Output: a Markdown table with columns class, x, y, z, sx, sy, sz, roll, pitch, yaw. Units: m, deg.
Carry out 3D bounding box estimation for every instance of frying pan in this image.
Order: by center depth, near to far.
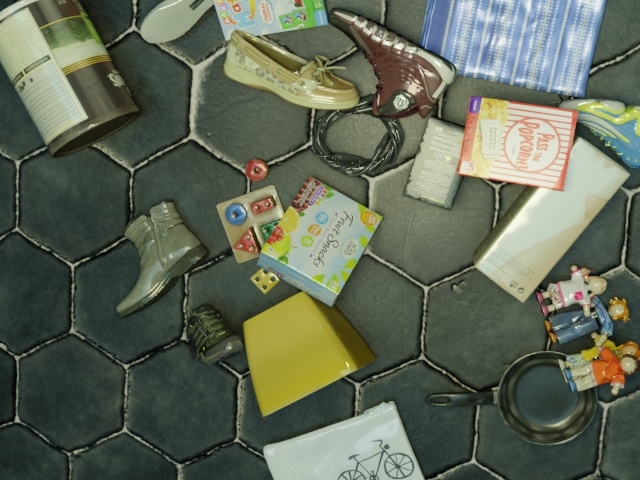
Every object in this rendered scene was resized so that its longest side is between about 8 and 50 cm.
| class | x | y | z | sx | sy | sz | roll | pitch | yaw |
| --- | --- | --- | --- | --- | --- | --- | --- | --- | --- |
| frying pan | 0.401 | 0.343 | 1.866 | 0.326 | 0.053 | 0.197 | -24 | 93 | 12 |

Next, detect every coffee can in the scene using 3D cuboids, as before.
| class | x | y | z | sx | sy | sz | roll | pitch | yaw |
| --- | --- | --- | --- | --- | --- | --- | --- | --- | --- |
| coffee can | -0.511 | -0.331 | 1.818 | 0.202 | 0.201 | 0.275 | -27 | 94 | 12 |

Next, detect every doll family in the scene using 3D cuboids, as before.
| class | x | y | z | sx | sy | sz | roll | pitch | yaw |
| --- | --- | --- | --- | --- | --- | --- | --- | --- | --- |
| doll family | 0.535 | 0.183 | 1.793 | 0.163 | 0.118 | 0.262 | -18 | 67 | 7 |

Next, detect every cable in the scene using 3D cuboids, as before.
| class | x | y | z | sx | sy | sz | roll | pitch | yaw |
| --- | --- | --- | --- | --- | --- | --- | --- | --- | --- |
| cable | 0.071 | -0.204 | 1.836 | 0.185 | 0.047 | 0.150 | -21 | 100 | 7 |

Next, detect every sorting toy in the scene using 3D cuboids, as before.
| class | x | y | z | sx | sy | sz | roll | pitch | yaw |
| --- | --- | --- | --- | --- | --- | --- | --- | --- | --- |
| sorting toy | -0.134 | -0.023 | 1.891 | 0.132 | 0.046 | 0.274 | -19 | 96 | 11 |

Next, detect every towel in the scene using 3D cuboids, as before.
| class | x | y | z | sx | sy | sz | roll | pitch | yaw |
| --- | --- | --- | --- | --- | --- | --- | --- | --- | --- |
| towel | 0.368 | -0.424 | 1.755 | 0.336 | 0.040 | 0.243 | 12 | 101 | 6 |

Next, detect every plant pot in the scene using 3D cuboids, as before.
| class | x | y | z | sx | sy | sz | roll | pitch | yaw |
| --- | --- | --- | --- | --- | --- | --- | --- | --- | --- |
| plant pot | -0.038 | 0.214 | 1.844 | 0.212 | 0.212 | 0.187 | -29 | 81 | 12 |

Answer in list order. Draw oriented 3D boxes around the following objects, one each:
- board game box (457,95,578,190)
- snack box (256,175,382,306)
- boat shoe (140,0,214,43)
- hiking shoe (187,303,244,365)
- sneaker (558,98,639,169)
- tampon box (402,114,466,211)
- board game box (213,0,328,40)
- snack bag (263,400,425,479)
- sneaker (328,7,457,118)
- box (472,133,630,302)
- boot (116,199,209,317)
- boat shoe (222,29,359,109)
| class | x | y | z | sx | sy | sz | roll | pitch | yaw |
| --- | --- | --- | --- | --- | --- | --- | --- | --- | --- |
| board game box | 0.358 | -0.176 | 1.660 | 0.194 | 0.045 | 0.146 | 10 | 94 | 13 |
| snack box | 0.000 | 0.000 | 1.805 | 0.175 | 0.070 | 0.207 | 30 | 61 | 4 |
| boat shoe | -0.271 | -0.479 | 1.829 | 0.219 | 0.070 | 0.078 | -35 | 136 | 7 |
| hiking shoe | -0.228 | 0.188 | 1.861 | 0.086 | 0.227 | 0.114 | -19 | 94 | -28 |
| sneaker | 0.568 | -0.200 | 1.735 | 0.240 | 0.091 | 0.126 | 7 | 101 | 6 |
| tampon box | 0.234 | -0.151 | 1.777 | 0.102 | 0.120 | 0.160 | 20 | 102 | 5 |
| board game box | -0.103 | -0.480 | 1.776 | 0.212 | 0.039 | 0.160 | -6 | 133 | 11 |
| snack bag | 0.068 | 0.542 | 1.958 | 0.323 | 0.037 | 0.342 | -22 | 96 | 11 |
| sneaker | 0.108 | -0.327 | 1.761 | 0.281 | 0.106 | 0.162 | 32 | 106 | 17 |
| box | 0.435 | -0.047 | 1.753 | 0.121 | 0.148 | 0.311 | 38 | 104 | 1 |
| boot | -0.366 | 0.037 | 1.929 | 0.246 | 0.083 | 0.161 | -40 | 85 | 7 |
| boat shoe | -0.056 | -0.330 | 1.789 | 0.285 | 0.104 | 0.089 | 18 | 118 | 8 |
